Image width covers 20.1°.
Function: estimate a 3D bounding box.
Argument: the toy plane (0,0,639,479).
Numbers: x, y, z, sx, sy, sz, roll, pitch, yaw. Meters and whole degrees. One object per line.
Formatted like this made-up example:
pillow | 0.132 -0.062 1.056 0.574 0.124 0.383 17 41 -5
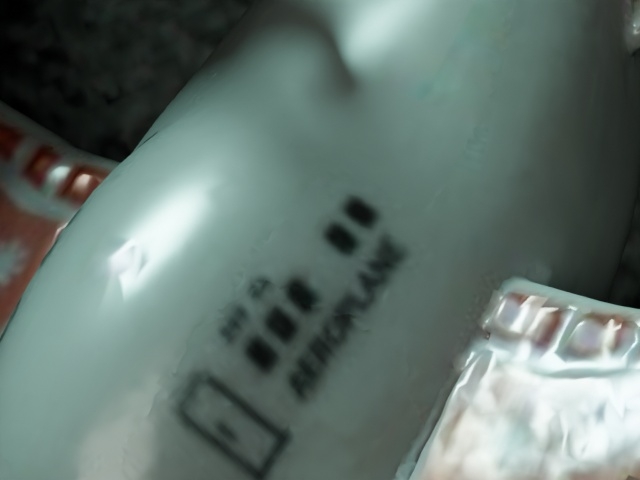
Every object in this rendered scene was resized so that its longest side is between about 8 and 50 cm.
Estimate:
toy plane | 0.002 0.002 0.369 0.252 0.118 0.252 -13 57 21
